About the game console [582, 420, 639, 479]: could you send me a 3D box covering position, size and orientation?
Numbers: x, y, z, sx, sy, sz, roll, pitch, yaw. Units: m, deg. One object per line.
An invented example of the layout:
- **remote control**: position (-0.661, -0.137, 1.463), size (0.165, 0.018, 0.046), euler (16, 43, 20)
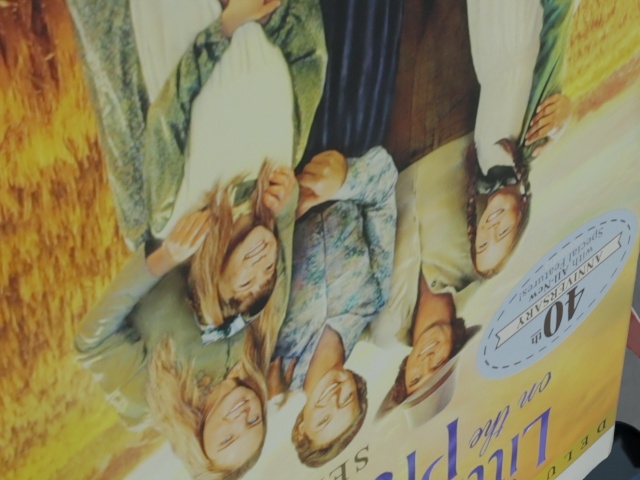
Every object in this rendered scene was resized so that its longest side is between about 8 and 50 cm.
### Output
- **game console**: position (0.184, 0.263, 0.867), size (0.293, 0.250, 0.173), euler (46, 103, 14)

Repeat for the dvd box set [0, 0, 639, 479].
- **dvd box set**: position (0.000, 0.000, 0.528), size (0.062, 0.307, 0.420), euler (34, 142, 34)

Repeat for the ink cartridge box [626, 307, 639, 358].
- **ink cartridge box**: position (0.089, -0.048, 1.196), size (0.091, 0.308, 0.385), euler (-37, 104, 2)
